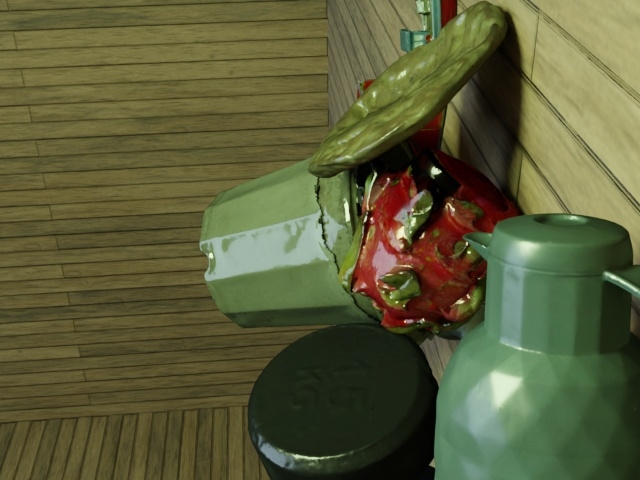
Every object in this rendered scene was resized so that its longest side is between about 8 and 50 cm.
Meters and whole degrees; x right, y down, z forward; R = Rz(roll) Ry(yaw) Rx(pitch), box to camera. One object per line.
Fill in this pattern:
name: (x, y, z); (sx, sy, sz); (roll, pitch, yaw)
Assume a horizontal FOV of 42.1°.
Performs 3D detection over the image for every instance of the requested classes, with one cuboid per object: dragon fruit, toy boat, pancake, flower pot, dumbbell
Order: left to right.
flower pot: (0.000, 0.000, 1.043); (0.290, 0.259, 0.290); (29, -123, -57)
dumbbell: (0.058, 0.271, 0.935); (0.204, 0.204, 0.322); (-99, -8, -55)
pancake: (0.085, -0.133, 0.804); (0.050, 0.242, 0.242); (46, -174, -13)
dragon fruit: (0.094, 0.006, 0.789); (0.172, 0.166, 0.160); (-54, -15, 24)
toy boat: (0.128, -0.270, 0.995); (0.069, 0.059, 0.173); (-105, 12, -72)

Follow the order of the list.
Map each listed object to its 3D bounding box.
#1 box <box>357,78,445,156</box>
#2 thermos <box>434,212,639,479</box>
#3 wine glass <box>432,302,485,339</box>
box: (0.104, -0.136, 1.110); (0.175, 0.112, 0.048); (89, 176, -49)
thermos: (0.149, 0.130, 0.497); (0.182, 0.145, 0.286); (20, 116, 51)
wine glass: (0.156, 0.161, 0.799); (0.079, 0.079, 0.195); (92, 175, -54)
